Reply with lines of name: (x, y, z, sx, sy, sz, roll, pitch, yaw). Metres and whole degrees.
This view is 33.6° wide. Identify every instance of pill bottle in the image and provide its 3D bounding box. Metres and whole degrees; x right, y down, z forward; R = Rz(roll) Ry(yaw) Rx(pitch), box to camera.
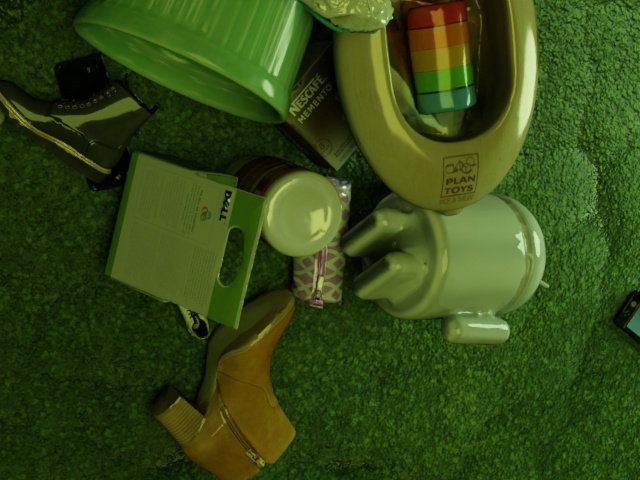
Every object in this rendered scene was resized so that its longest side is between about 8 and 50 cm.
pill bottle: (-0.064, -0.057, 1.523, 0.121, 0.221, 0.121, -6, 105, -22)

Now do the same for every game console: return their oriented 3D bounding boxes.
game console: (0.618, 0.143, 1.934, 0.122, 0.071, 0.107, 36, 88, -25)

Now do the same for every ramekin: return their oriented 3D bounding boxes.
ramekin: (-0.157, -0.283, 1.398, 0.303, 0.303, 0.148, 25, 86, -25)

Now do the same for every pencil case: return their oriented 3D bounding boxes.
pencil case: (0.000, 0.000, 1.638, 0.086, 0.088, 0.206, 5, 100, 7)

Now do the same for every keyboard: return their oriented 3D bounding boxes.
keyboard: (-0.305, -0.170, 1.512, 0.100, 0.038, 0.192, -11, 109, 5)

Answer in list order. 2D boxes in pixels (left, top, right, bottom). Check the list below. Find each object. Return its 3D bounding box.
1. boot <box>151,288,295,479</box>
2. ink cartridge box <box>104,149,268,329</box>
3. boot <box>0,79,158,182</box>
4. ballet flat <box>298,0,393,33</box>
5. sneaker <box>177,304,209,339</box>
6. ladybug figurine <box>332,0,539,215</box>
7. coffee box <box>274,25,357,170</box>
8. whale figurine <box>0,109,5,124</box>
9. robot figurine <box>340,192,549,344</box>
boot: (-0.099, 0.234, 1.658, 0.295, 0.104, 0.211, -45, 120, -1)
ink cartridge box: (-0.164, -0.002, 1.473, 0.097, 0.255, 0.188, 3, 104, -55)
boot: (-0.336, -0.189, 1.448, 0.198, 0.077, 0.137, 37, 101, -30)
ballet flat: (-0.032, -0.434, 1.324, 0.147, 0.409, 0.147, -26, 154, -14)
sneaker: (-0.195, 0.102, 1.609, 0.040, 0.044, 0.109, -29, 110, -11)
ladybug figurine: (0.149, -0.256, 1.486, 0.305, 0.162, 0.449, -9, 103, -20)
coffee box: (0.039, -0.244, 1.589, 0.141, 0.098, 0.246, 43, 84, -24)
whale figurine: (-0.546, -0.118, 1.383, 0.216, 0.141, 0.272, 54, 56, -24)
robot figurine: (0.206, 0.021, 1.650, 0.354, 0.200, 0.299, 2, 67, -35)
